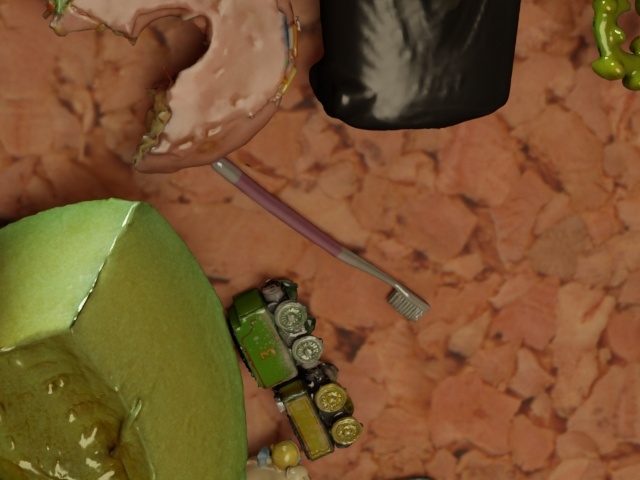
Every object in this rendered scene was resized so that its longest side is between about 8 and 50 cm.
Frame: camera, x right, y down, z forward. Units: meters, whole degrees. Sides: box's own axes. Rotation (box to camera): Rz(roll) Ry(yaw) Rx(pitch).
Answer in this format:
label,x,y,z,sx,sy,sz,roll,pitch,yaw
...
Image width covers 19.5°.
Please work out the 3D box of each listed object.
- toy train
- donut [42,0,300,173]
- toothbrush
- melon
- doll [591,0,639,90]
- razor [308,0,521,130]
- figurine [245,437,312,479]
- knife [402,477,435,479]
label,x,y,z,sx,sy,sz,roll,pitch,yaw
toy train,-0.025,0.129,1.823,0.081,0.060,0.202,-25,117,1
donut,-0.123,-0.185,1.646,0.199,0.085,0.233,-30,117,-4
toothbrush,0.000,0.000,1.798,0.286,0.020,0.025,36,104,-27
melon,-0.216,0.166,1.696,0.331,0.226,0.343,-32,131,-6
doll,0.392,-0.288,1.779,0.346,0.099,0.341,-17,103,-16
razor,0.094,-0.270,1.661,0.204,0.113,0.349,-6,117,-23
figurine,-0.050,0.222,1.848,0.083,0.047,0.051,-4,108,18
knife,0.022,0.274,1.911,0.222,0.031,0.064,-3,109,-17
